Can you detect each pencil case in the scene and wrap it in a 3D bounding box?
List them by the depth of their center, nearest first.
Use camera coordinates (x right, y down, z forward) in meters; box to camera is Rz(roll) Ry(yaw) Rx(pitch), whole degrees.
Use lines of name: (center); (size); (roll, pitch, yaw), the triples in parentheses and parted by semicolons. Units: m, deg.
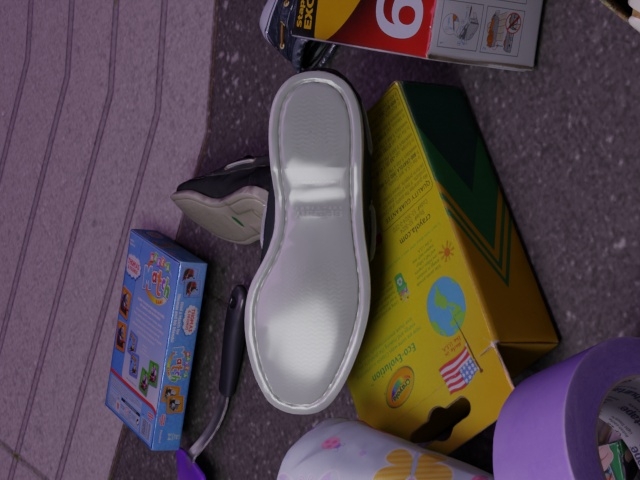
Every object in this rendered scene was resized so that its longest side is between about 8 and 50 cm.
pencil case: (0.087, 0.235, 1.384); (0.273, 0.113, 0.124); (15, 129, 44)

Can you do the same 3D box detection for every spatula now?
spatula: (-0.114, 0.184, 1.819); (0.084, 0.030, 0.297); (39, 118, 54)

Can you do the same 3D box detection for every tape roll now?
tape roll: (0.223, 0.171, 1.250); (0.080, 0.189, 0.189); (-33, 63, 48)

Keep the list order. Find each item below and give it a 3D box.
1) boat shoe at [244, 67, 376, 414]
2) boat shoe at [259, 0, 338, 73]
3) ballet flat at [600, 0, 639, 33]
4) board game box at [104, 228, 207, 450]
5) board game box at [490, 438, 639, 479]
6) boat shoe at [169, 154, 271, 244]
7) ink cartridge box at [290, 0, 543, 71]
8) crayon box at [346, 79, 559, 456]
boat shoe: (0.000, 0.000, 1.501); (0.114, 0.091, 0.303); (10, 98, 9)
boat shoe: (0.001, -0.253, 1.664); (0.083, 0.065, 0.183); (52, 135, 38)
ballet flat: (0.254, -0.206, 1.285); (0.348, 0.123, 0.123); (50, 126, 40)
board game box: (-0.185, 0.107, 1.889); (0.160, 0.039, 0.212); (28, 112, 61)
board game box: (0.172, 0.301, 1.430); (0.317, 0.046, 0.214); (-25, 70, 49)
boat shoe: (-0.079, -0.047, 1.764); (0.079, 0.084, 0.233); (-56, 24, -20)
ink cartridge box: (0.078, -0.321, 1.507); (0.272, 0.130, 0.310); (17, 103, 53)
crayon box: (0.090, 0.044, 1.517); (0.202, 0.081, 0.319); (-43, 56, 43)
